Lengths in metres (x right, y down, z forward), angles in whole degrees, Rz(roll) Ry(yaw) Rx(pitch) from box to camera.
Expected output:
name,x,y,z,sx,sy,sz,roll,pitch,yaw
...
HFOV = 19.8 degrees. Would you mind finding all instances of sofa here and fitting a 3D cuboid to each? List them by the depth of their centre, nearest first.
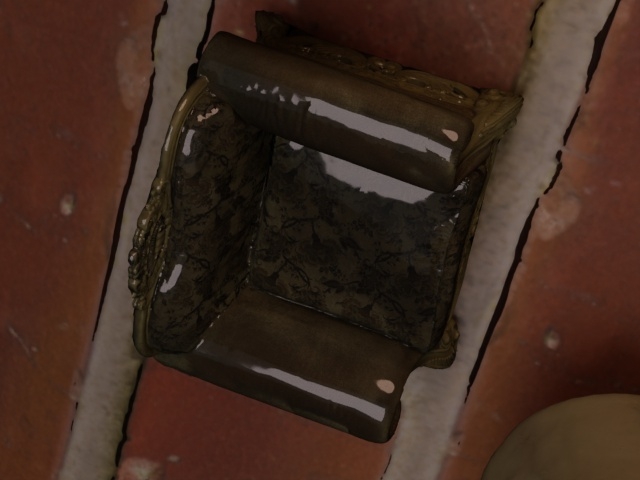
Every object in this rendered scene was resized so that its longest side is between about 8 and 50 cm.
name,x,y,z,sx,sy,sz,roll,pitch,yaw
sofa,0.000,0.000,1.210,0.200,0.182,0.258,19,123,10

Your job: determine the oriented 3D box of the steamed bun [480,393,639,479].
name,x,y,z,sx,sy,sz,roll,pitch,yaw
steamed bun,0.232,0.362,1.214,0.290,0.371,0.455,2,125,4
